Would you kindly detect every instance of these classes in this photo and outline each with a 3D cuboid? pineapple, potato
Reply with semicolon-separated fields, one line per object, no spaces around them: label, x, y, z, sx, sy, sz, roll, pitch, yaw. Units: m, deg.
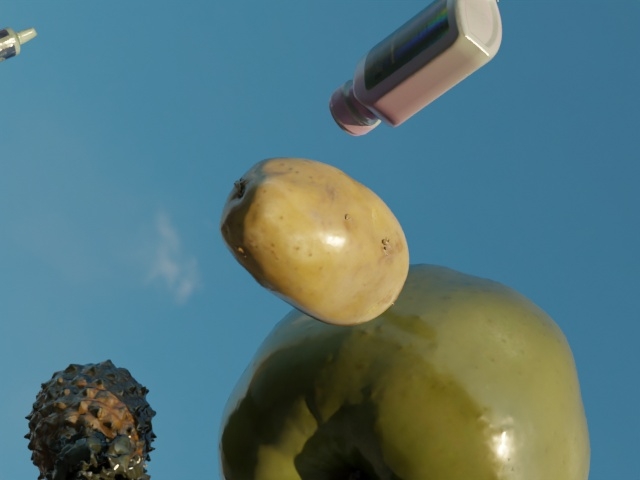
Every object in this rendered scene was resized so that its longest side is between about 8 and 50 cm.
pineapple;-0.269;0.269;1.565;0.340;0.169;0.169;-116;-161;-69
potato;0.000;0.000;1.091;0.109;0.178;0.118;-32;-138;33

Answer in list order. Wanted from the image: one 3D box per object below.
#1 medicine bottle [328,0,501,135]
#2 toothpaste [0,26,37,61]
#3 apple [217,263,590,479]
medicine bottle;0.102;-0.195;1.491;0.078;0.115;0.219;36;-48;-26
toothpaste;-0.255;-0.116;0.898;0.021;0.140;0.037;60;-25;2
apple;0.114;0.244;1.639;0.473;0.473;0.474;19;-60;36
